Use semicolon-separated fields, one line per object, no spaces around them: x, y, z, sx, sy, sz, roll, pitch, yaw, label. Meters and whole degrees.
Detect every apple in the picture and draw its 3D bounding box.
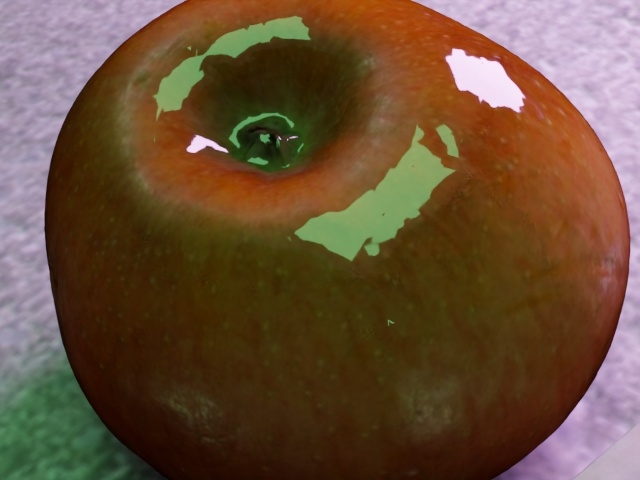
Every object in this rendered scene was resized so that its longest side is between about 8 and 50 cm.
0.000;0.000;0.683;0.251;0.206;0.272;-35;53;-22;apple

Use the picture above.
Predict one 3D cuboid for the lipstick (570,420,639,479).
0.227;0.075;0.670;0.371;0.080;0.076;-33;52;-26;lipstick
